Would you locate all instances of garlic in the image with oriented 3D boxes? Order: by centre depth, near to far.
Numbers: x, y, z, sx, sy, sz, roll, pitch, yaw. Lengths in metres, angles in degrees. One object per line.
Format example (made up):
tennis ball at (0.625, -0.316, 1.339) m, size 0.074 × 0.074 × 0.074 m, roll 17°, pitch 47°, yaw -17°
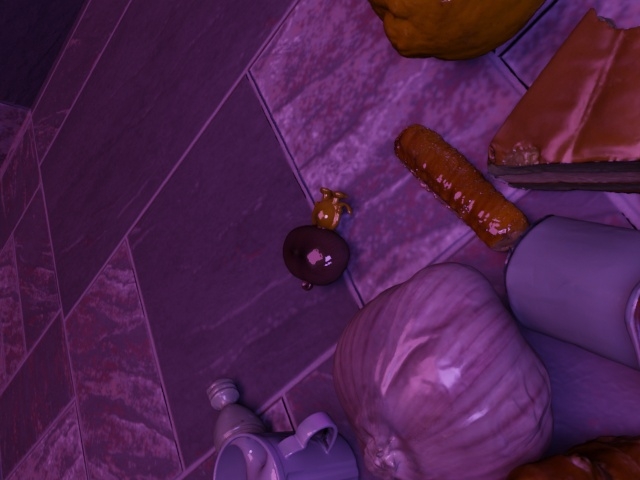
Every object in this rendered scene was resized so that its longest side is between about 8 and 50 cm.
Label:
garlic at (0.145, 0.191, 0.743) m, size 0.317 × 0.259 × 0.317 m, roll 29°, pitch 145°, yaw 23°

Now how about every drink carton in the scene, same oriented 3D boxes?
drink carton at (0.340, 0.060, 0.664) m, size 0.191 × 0.185 × 0.190 m, roll -42°, pitch 26°, yaw -19°

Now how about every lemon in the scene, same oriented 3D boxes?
lemon at (0.215, -0.418, 0.825) m, size 0.316 × 0.285 × 0.285 m, roll -25°, pitch 62°, yaw 9°

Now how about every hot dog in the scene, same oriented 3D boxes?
hot dog at (0.209, -0.091, 0.897) m, size 0.083 × 0.068 × 0.289 m, roll -50°, pitch 50°, yaw 16°

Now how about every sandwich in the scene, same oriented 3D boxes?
sandwich at (0.344, -0.170, 0.720) m, size 0.227 × 0.155 × 0.198 m, roll 5°, pitch 83°, yaw 45°

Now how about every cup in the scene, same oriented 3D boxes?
cup at (-0.034, 0.390, 0.944) m, size 0.221 × 0.202 × 0.166 m, roll -32°, pitch 61°, yaw 36°

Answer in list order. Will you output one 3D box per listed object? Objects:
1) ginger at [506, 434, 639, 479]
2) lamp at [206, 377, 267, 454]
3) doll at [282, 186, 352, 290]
ginger at (0.263, 0.376, 0.604) m, size 0.152 × 0.274 × 0.357 m, roll 18°, pitch 96°, yaw 50°
lamp at (-0.177, 0.367, 1.171) m, size 0.106 × 0.106 × 0.193 m, roll -58°, pitch 39°, yaw 20°
doll at (0.007, 0.002, 1.066) m, size 0.188 × 0.096 × 0.145 m, roll -53°, pitch 55°, yaw 10°
